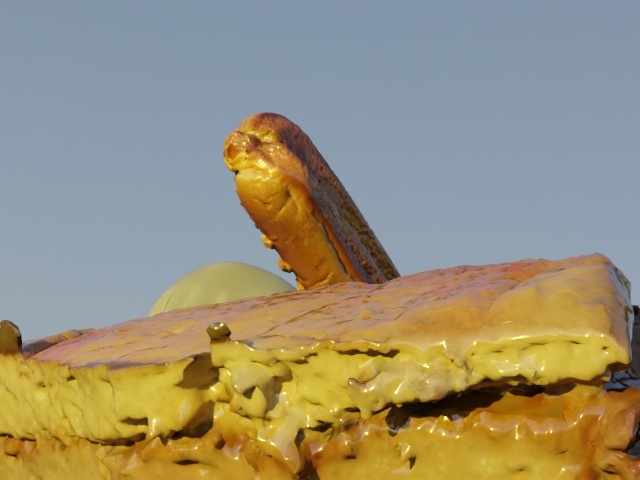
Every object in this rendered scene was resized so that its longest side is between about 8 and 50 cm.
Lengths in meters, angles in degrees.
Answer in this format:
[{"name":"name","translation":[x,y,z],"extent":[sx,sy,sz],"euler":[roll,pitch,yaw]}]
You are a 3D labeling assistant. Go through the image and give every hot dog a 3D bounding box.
[{"name":"hot dog","translation":[0.000,0.000,0.955],"extent":[0.045,0.071,0.165],"euler":[-24,-52,15]}]

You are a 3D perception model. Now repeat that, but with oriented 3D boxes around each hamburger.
[{"name":"hamburger","translation":[0.013,0.083,0.634],"extent":[0.245,0.155,0.282],"euler":[-14,7,-18]}]

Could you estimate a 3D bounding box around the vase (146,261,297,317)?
[{"name":"vase","translation":[-0.091,0.132,1.211],"extent":[0.128,0.248,0.128],"euler":[18,-37,14]}]
